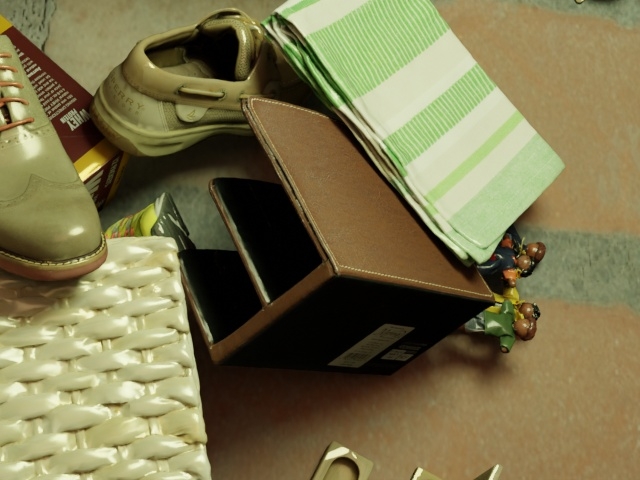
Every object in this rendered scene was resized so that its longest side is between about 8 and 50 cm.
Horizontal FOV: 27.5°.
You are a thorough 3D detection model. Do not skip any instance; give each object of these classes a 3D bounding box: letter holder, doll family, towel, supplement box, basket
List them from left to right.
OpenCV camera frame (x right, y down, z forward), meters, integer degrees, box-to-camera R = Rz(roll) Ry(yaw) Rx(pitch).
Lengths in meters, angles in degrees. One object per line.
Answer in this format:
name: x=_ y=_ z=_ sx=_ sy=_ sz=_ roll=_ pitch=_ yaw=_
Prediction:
supplement box: x=-0.326 y=-0.082 z=1.315 sx=0.194 sy=0.129 sz=0.191 roll=41 pitch=55 yaw=5
basket: x=-0.274 y=0.187 z=1.162 sx=0.331 sy=0.266 sz=0.328 roll=-6 pitch=71 yaw=-14
letter holder: x=0.000 y=0.000 z=1.282 sx=0.302 sy=0.152 sz=0.214 roll=12 pitch=46 yaw=-56
towel: x=0.109 y=-0.150 z=1.369 sx=0.325 sy=0.038 sz=0.248 roll=50 pitch=44 yaw=-2
doll family: x=0.197 y=0.043 z=1.441 sx=0.111 sy=0.076 sz=0.193 roll=10 pitch=63 yaw=-4

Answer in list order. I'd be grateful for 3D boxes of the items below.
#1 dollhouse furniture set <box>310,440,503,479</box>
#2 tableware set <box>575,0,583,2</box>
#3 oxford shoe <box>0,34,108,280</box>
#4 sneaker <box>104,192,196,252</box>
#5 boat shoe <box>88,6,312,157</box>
dollhouse furniture set: x=0.068 y=0.262 z=1.291 sx=0.151 sy=0.123 sz=0.144 roll=29 pitch=64 yaw=-1
tableware set: x=0.357 y=-0.392 z=1.676 sx=0.128 sy=0.039 sz=0.194 roll=0 pitch=62 yaw=-1
oxford shoe: x=-0.292 y=-0.101 z=1.120 sx=0.123 sy=0.130 sz=0.348 roll=-20 pitch=50 yaw=-37
sneaker: x=-0.176 y=0.009 z=1.301 sx=0.094 sy=0.208 sz=0.081 roll=-24 pitch=91 yaw=-10
boat shoe: x=-0.093 y=-0.179 z=1.372 sx=0.121 sy=0.110 sz=0.341 roll=44 pitch=35 yaw=10
